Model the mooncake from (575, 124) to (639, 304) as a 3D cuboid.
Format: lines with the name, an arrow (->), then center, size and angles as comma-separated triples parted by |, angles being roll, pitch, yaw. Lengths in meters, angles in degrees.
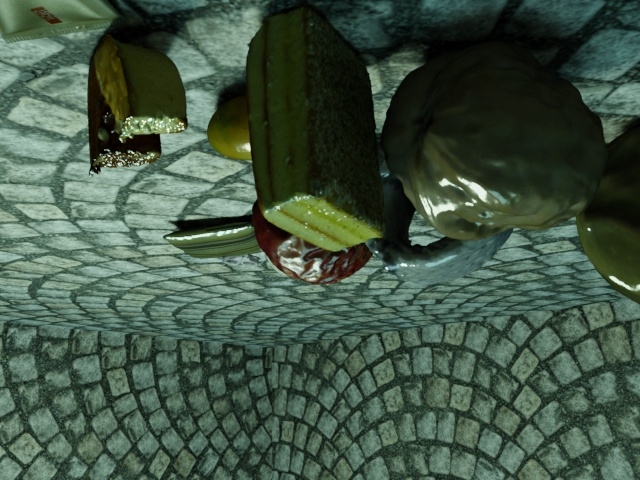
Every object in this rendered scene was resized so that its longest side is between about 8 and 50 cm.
mooncake -> 0.533, -0.041, 1.059 | 0.284, 0.284, 0.155 | -11, 162, 32

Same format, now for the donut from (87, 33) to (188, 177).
donut -> -0.222, -0.165, 0.837 | 0.085, 0.141, 0.217 | -4, 176, -28

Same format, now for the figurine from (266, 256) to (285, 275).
figurine -> 0.000, 0.000, 1.480 | 0.155, 0.127, 0.235 | 33, 144, -33

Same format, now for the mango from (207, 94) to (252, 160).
mango -> -0.102, -0.153, 0.975 | 0.163, 0.089, 0.111 | -3, 168, 39

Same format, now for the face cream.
face cream -> -0.281, -0.257, 0.614 | 0.137, 0.084, 0.341 | -10, 172, -2

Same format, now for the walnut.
walnut -> 0.209, -0.117, 0.859 | 0.273, 0.227, 0.273 | -4, 167, -1

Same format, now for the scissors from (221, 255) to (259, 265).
scissors -> -0.197, 0.037, 1.805 | 0.100, 0.015, 0.189 | 5, 163, -14

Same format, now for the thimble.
thimble -> 0.190, -0.046, 1.116 | 0.245, 0.217, 0.157 | -48, 151, 6

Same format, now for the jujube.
jujube -> 0.000, -0.029, 1.199 | 0.213, 0.213, 0.232 | -9, 170, 27

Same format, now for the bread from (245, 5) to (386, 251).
bread -> -0.007, -0.121, 0.818 | 0.111, 0.234, 0.184 | -11, 161, 26

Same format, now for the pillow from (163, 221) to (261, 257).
pillow -> -0.227, 0.002, 1.598 | 0.208, 0.052, 0.212 | -6, 166, 8
